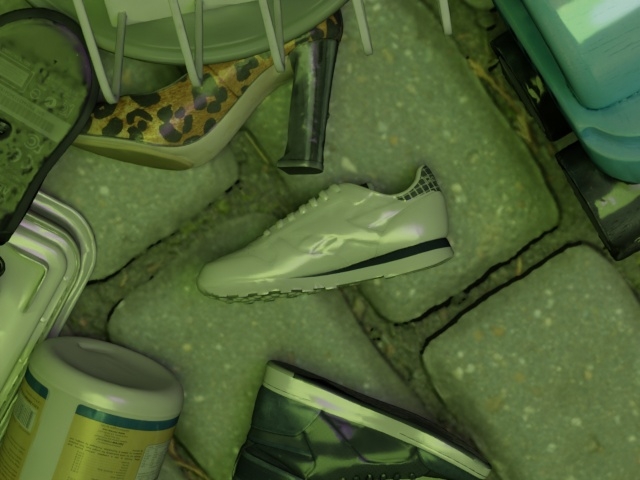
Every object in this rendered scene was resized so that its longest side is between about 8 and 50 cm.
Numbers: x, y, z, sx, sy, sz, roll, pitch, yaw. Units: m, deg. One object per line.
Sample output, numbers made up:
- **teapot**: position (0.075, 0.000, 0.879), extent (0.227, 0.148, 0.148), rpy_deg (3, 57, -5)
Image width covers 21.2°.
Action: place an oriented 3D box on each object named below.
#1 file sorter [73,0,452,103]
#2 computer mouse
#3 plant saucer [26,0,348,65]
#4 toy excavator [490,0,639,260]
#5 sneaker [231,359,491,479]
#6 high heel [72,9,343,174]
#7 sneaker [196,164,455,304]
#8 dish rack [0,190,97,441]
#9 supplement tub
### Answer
- **file sorter**: position (-0.047, -0.234, 1.276), extent (0.278, 0.173, 0.192), rpy_deg (-11, 127, 3)
- **computer mouse**: position (-0.295, -0.082, 1.457), extent (0.188, 0.072, 0.272), rpy_deg (36, 93, -16)
- **plant saucer**: position (-0.115, -0.349, 1.417), extent (0.401, 0.100, 0.400), rpy_deg (0, 90, 2)
- **toy excavator**: position (0.204, -0.271, 1.357), extent (0.222, 0.433, 0.445), rpy_deg (-29, 142, 5)
- **sneaker**: position (0.029, 0.225, 1.571), extent (0.226, 0.086, 0.163), rpy_deg (21, 90, 5)
- **high heel**: position (-0.111, -0.158, 1.516), extent (0.261, 0.093, 0.186), rpy_deg (4, 81, 9)
- **sneaker**: position (0.000, 0.000, 1.542), extent (0.235, 0.090, 0.094), rpy_deg (-12, 89, -2)
- **dish rack**: position (-0.386, 0.077, 1.533), extent (0.286, 0.072, 0.332), rpy_deg (27, 99, -14)
- **supplement tub**: position (-0.218, 0.201, 1.541), extent (0.144, 0.144, 0.199), rpy_deg (19, 101, -5)
